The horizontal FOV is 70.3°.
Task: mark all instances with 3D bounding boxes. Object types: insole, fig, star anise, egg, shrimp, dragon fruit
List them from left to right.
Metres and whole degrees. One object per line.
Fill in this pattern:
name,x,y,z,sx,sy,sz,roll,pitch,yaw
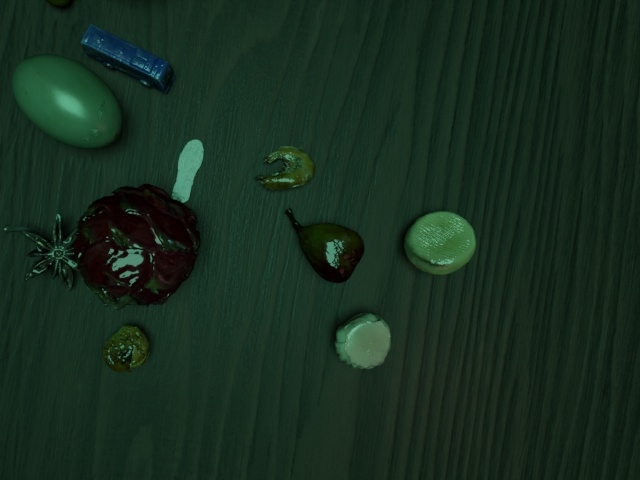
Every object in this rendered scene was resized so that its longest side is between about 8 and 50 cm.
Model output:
star anise,-0.726,0.023,1.244,0.209,0.089,0.231,-38,104,-19
egg,-0.650,-0.358,1.180,0.283,0.203,0.202,37,86,-6
dragon fruit,-0.472,0.012,1.183,0.330,0.329,0.328,0,93,-10
insole,-0.390,-0.203,1.334,0.065,0.006,0.193,15,90,-11
shrimp,-0.109,-0.214,1.369,0.188,0.051,0.132,-17,77,-14
fig,0.000,-0.001,1.357,0.274,0.145,0.170,38,84,4

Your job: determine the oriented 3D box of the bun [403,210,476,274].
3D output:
bun,0.370,0.014,1.427,0.223,0.127,0.222,-3,68,7

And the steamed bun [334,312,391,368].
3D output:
steamed bun,0.128,0.308,1.402,0.183,0.106,0.182,-1,96,-12

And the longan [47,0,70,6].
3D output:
longan,-0.711,-0.673,1.229,0.075,0.075,0.083,-12,53,-9

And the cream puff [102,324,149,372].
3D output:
cream puff,-0.547,0.307,1.285,0.120,0.104,0.133,21,88,-4

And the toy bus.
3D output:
toy bus,-0.527,-0.496,1.250,0.237,0.094,0.079,24,88,-10
